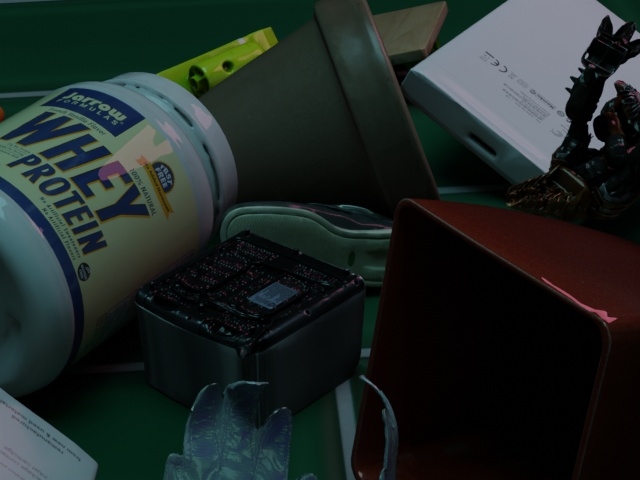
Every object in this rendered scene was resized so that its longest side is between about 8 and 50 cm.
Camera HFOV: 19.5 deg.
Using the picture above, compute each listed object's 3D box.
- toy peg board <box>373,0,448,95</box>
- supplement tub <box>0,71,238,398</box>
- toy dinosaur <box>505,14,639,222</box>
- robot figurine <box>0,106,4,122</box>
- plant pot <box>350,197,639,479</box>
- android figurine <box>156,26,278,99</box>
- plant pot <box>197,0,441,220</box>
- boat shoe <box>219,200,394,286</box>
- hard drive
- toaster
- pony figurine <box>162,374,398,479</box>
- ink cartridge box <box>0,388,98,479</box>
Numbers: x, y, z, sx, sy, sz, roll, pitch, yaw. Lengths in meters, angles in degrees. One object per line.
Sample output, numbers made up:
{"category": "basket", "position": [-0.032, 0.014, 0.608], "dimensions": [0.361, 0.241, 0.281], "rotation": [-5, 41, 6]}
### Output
{"category": "toy peg board", "position": [0.081, -0.226, 2.374], "dimensions": [0.161, 0.079, 0.161], "rotation": [-10, 25, 19]}
{"category": "supplement tub", "position": [-0.253, -0.016, 1.828], "dimensions": [0.235, 0.235, 0.325], "rotation": [15, 34, 29]}
{"category": "toy dinosaur", "position": [0.313, -0.089, 1.956], "dimensions": [0.164, 0.218, 0.322], "rotation": [28, 39, 7]}
{"category": "robot figurine", "position": [-0.456, -0.122, 2.149], "dimensions": [0.158, 0.128, 0.219], "rotation": [26, 33, 6]}
{"category": "plant pot", "position": [0.213, 0.123, 1.547], "dimensions": [0.236, 0.267, 0.267], "rotation": [-6, 26, -34]}
{"category": "android figurine", "position": [-0.147, -0.176, 2.174], "dimensions": [0.273, 0.056, 0.248], "rotation": [-25, -1, -34]}
{"category": "plant pot", "position": [-0.015, -0.113, 2.023], "dimensions": [0.229, 0.263, 0.263], "rotation": [-22, 30, 3]}
{"category": "boat shoe", "position": [0.000, 0.000, 1.912], "dimensions": [0.233, 0.084, 0.079], "rotation": [8, 21, -23]}
{"category": "hard drive", "position": [0.275, -0.182, 2.192], "dimensions": [0.233, 0.047, 0.353], "rotation": [40, 42, 11]}
{"category": "toaster", "position": [-0.071, 0.085, 1.762], "dimensions": [0.168, 0.110, 0.186], "rotation": [20, 36, 36]}
{"category": "pony figurine", "position": [0.021, 0.280, 1.209], "dimensions": [0.363, 0.351, 0.303], "rotation": [17, 2, 32]}
{"category": "ink cartridge box", "position": [-0.291, 0.272, 1.310], "dimensions": [0.226, 0.131, 0.306], "rotation": [-41, 21, 23]}
